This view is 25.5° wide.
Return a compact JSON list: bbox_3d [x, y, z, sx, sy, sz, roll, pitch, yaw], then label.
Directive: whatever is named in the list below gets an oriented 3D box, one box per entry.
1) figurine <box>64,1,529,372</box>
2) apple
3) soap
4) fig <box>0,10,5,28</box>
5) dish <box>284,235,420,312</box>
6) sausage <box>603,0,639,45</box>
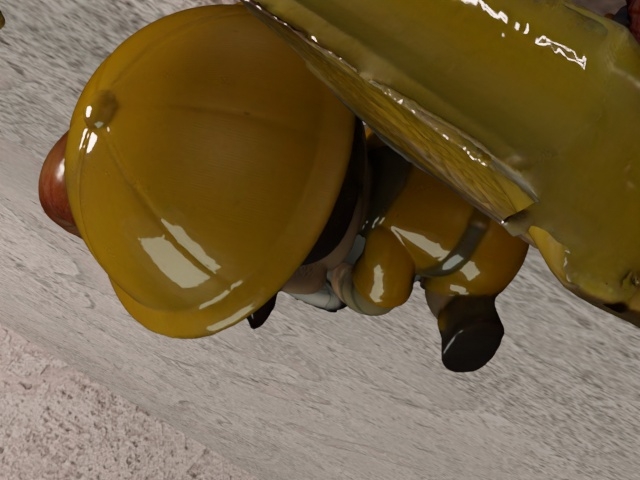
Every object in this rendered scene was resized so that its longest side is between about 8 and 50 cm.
[{"bbox_3d":[-0.009,-0.035,0.769,0.256,0.192,0.167,8,142,-16],"label":"figurine"},{"bbox_3d":[-0.154,-0.046,1.093,0.126,0.102,0.126,22,169,5],"label":"apple"},{"bbox_3d":[0.066,-0.057,0.577,0.135,0.076,0.233,40,-177,-38],"label":"soap"},{"bbox_3d":[-0.349,-0.189,0.963,0.259,0.151,0.151,-2,157,13],"label":"fig"},{"bbox_3d":[0.000,0.000,1.019,0.246,0.078,0.224,34,163,-23],"label":"dish"},{"bbox_3d":[0.208,-0.057,0.470,0.274,0.074,0.074,14,160,41],"label":"sausage"}]
